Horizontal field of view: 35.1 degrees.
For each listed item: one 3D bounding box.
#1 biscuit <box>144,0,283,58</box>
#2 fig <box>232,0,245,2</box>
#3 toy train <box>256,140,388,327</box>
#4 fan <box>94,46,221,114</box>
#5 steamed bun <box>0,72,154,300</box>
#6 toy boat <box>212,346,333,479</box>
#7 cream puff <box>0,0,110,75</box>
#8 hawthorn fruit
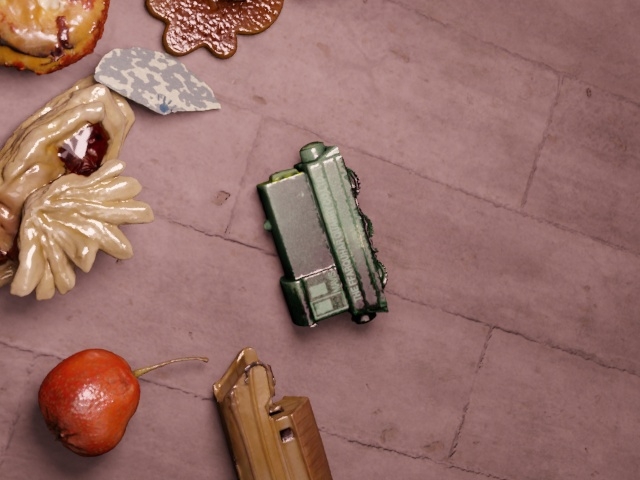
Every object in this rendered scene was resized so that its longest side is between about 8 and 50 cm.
[{"bbox_3d":[-0.173,-0.400,1.718,0.236,0.039,0.180,-23,95,-15],"label":"biscuit"},{"bbox_3d":[-0.184,-0.518,1.618,0.290,0.190,0.191,35,83,-9],"label":"fig"},{"bbox_3d":[0.000,0.000,1.750,0.178,0.138,0.330,-20,98,-11],"label":"toy train"},{"bbox_3d":[-0.267,-0.260,1.668,0.240,0.009,0.131,9,59,-38],"label":"fan"},{"bbox_3d":[-0.420,-0.050,1.592,0.428,0.189,0.247,-44,112,-11],"label":"steamed bun"},{"bbox_3d":[-0.067,0.398,1.761,0.162,0.136,0.445,-16,103,-12],"label":"toy boat"},{"bbox_3d":[-0.445,-0.368,1.571,0.240,0.164,0.240,5,77,-23],"label":"cream puff"},{"bbox_3d":[-0.320,0.232,1.663,0.285,0.165,0.165,-31,102,-23],"label":"hawthorn fruit"}]
